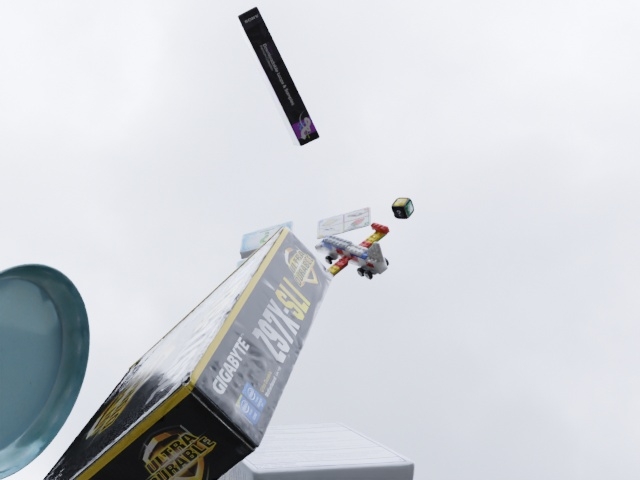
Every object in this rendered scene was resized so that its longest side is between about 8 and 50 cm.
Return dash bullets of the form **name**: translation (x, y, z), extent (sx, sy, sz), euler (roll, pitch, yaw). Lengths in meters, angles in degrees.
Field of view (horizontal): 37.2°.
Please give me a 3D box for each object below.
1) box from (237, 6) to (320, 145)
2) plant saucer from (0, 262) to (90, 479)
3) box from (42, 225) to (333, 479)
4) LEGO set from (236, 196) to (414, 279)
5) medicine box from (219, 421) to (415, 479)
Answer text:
- **box**: translation (-0.051, -0.188, 1.109), extent (0.029, 0.116, 0.162), euler (-25, -82, -2)
- **plant saucer**: translation (-0.448, 0.183, 1.347), extent (0.044, 0.317, 0.317), euler (13, -53, 25)
- **box**: translation (-0.125, 0.141, 0.839), extent (0.257, 0.322, 0.079), euler (-40, -81, 22)
- **LEGO set**: translation (0.000, 0.000, 1.212), extent (0.244, 0.182, 0.060), euler (-15, -59, 11)
- **medicine box**: translation (-0.035, 0.393, 1.512), extent (0.263, 0.289, 0.149), euler (3, -89, -24)
